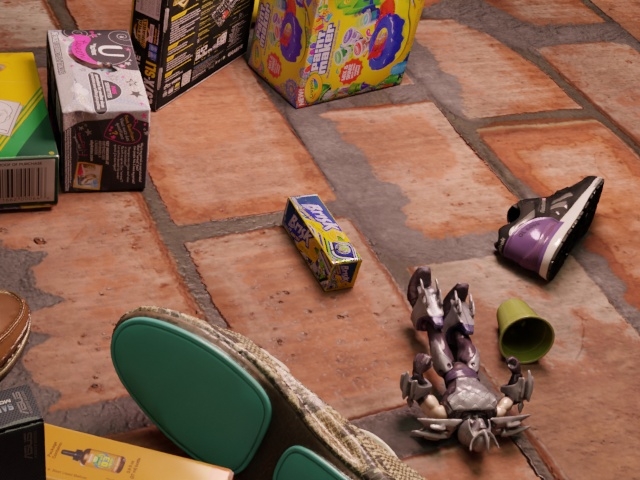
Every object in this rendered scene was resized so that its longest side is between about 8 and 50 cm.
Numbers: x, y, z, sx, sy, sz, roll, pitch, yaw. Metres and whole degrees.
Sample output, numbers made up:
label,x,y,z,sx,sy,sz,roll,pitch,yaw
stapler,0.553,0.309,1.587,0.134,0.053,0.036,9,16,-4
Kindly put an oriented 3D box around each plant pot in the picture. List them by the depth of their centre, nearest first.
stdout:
label,x,y,z,sx,sy,sz,roll,pitch,yaw
plant pot,0.296,0.128,1.475,0.083,0.083,0.079,6,26,-10

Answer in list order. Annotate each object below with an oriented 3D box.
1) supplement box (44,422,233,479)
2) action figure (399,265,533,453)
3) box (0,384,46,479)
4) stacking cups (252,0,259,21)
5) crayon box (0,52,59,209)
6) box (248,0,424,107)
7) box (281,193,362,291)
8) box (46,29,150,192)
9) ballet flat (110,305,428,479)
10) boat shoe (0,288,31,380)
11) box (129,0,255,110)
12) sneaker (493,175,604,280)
label,x,y,z,sx,sy,sz,roll,pitch,yaw
supplement box,-0.222,0.283,1.120,0.233,0.080,0.078,16,38,0
action figure,0.189,0.173,1.364,0.185,0.099,0.285,9,42,-20
box,-0.366,0.263,0.974,0.183,0.233,0.059,-11,38,-28
stacking cups,-0.050,-0.525,2.147,0.316,0.096,0.096,-13,45,-29
crayon box,-0.612,-0.174,1.538,0.362,0.106,0.313,-5,42,-22
box,0.037,-0.446,1.922,0.279,0.290,0.177,-19,49,-33
box,0.000,0.000,1.547,0.054,0.059,0.169,-8,43,-28
box,-0.365,-0.218,1.621,0.142,0.163,0.247,-4,42,-19
ballet flat,-0.037,0.237,1.197,0.482,0.164,0.182,35,21,16
boat shoe,-0.464,0.139,1.200,0.110,0.104,0.307,26,40,15
box,-0.230,-0.418,1.834,0.079,0.257,0.322,26,40,16
sneaker,0.392,-0.050,1.697,0.124,0.107,0.283,24,39,22
